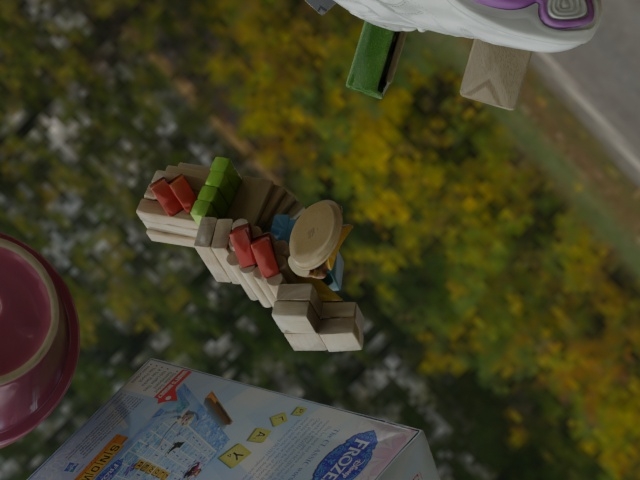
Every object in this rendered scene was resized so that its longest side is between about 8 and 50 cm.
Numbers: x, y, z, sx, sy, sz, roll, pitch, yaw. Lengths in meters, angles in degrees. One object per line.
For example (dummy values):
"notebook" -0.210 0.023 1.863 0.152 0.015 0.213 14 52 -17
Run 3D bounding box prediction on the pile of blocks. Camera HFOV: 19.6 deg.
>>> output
"pile of blocks" -0.075 -0.010 2.151 0.362 0.149 0.112 36 165 33

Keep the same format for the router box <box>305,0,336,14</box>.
"router box" 0.101 -0.391 1.829 0.081 0.309 0.243 41 -141 -14

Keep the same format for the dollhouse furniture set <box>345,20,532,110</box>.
"dollhouse furniture set" 0.155 -0.235 2.044 0.197 0.151 0.301 16 -165 3

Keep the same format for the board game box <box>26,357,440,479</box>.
"board game box" -0.119 0.244 1.492 0.318 0.319 0.066 11 134 41

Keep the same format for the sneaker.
"sneaker" 0.097 -0.227 1.535 0.305 0.114 0.152 26 163 21

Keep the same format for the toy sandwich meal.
"toy sandwich meal" 0.000 0.000 1.890 0.029 0.085 0.085 27 -170 -36

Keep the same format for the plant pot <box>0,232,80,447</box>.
"plant pot" -0.300 0.077 1.588 0.201 0.201 0.180 45 160 -2
